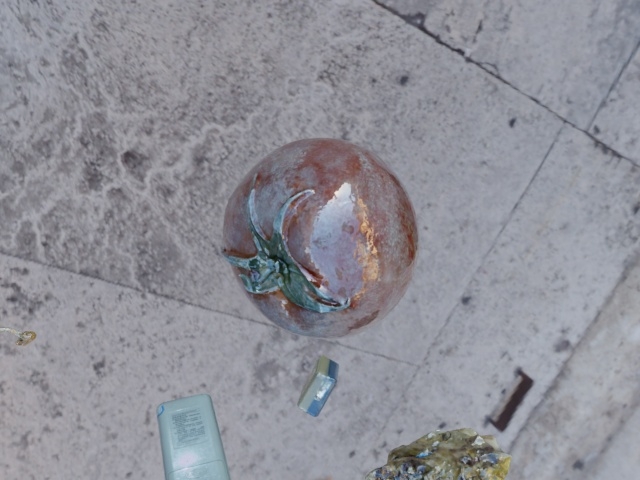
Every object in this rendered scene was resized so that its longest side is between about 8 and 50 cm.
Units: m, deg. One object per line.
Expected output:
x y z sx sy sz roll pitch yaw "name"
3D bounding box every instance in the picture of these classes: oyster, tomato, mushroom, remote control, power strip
0.216 0.415 1.276 0.223 0.214 0.083 -51 146 -25 "oyster"
0.000 0.000 1.125 0.282 0.316 0.317 -31 132 -43 "tomato"
-0.551 0.134 1.006 0.286 0.026 0.028 2 89 -17 "mushroom"
-0.108 0.174 0.602 0.053 0.124 0.018 -10 119 -14 "remote control"
-0.002 0.189 0.939 0.032 0.123 0.056 28 91 2 "power strip"
